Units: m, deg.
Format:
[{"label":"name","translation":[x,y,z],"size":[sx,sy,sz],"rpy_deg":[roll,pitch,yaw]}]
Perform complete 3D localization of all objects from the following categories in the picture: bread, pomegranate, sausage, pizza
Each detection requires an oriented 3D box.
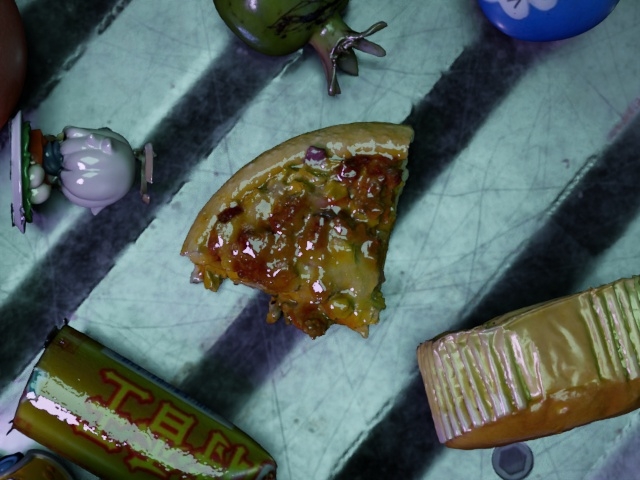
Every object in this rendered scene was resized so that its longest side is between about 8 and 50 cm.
[{"label":"bread","translation":[0.225,0.127,1.006],"size":[0.250,0.179,0.133],"rpy_deg":[-16,77,-9]},{"label":"pomegranate","translation":[-0.020,-0.245,1.061],"size":[0.152,0.131,0.191],"rpy_deg":[-38,94,-7]},{"label":"sausage","translation":[-0.162,0.215,1.023],"size":[0.317,0.117,0.125],"rpy_deg":[31,94,2]},{"label":"pizza","translation":[0.000,0.000,1.062],"size":[0.289,0.081,0.229],"rpy_deg":[-26,86,-4]}]

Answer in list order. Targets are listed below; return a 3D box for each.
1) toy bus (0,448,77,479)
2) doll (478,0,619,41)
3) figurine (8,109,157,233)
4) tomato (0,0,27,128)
[{"label":"toy bus","translation":[-0.336,0.309,0.990],"size":[0.209,0.136,0.126],"rpy_deg":[-26,107,-4]},{"label":"doll","translation":[0.246,-0.339,1.057],"size":[0.215,0.161,0.257],"rpy_deg":[-6,72,27]},{"label":"figurine","translation":[-0.246,-0.071,1.057],"size":[0.153,0.132,0.132],"rpy_deg":[-1,85,-14]},{"label":"tomato","translation":[-0.426,-0.195,1.004],"size":[0.255,0.224,0.256],"rpy_deg":[6,65,-13]}]
